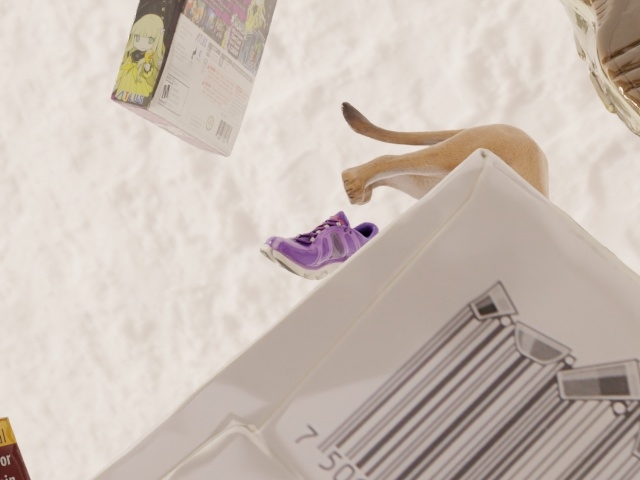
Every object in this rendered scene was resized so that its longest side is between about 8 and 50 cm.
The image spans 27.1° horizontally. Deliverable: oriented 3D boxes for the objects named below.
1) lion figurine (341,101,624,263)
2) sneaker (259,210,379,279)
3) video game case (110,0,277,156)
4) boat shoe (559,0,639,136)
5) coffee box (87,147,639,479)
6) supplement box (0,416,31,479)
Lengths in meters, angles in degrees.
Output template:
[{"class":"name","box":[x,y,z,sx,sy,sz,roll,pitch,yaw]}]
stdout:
[{"class":"lion figurine","box":[0.155,-0.003,1.138,0.240,0.142,0.392,-16,56,5]},{"class":"sneaker","box":[0.000,0.000,1.478,0.068,0.170,0.071,29,110,36]},{"class":"video game case","box":[-0.097,-0.194,1.153,0.042,0.232,0.210,16,88,14]},{"class":"boat shoe","box":[0.203,-0.105,0.748,0.109,0.302,0.098,-26,124,5]},{"class":"coffee box","box":[0.054,0.241,0.536,0.337,0.338,0.334,44,162,19]},{"class":"supplement box","box":[-0.287,0.248,0.897,0.129,0.191,0.194,-38,71,41]}]
